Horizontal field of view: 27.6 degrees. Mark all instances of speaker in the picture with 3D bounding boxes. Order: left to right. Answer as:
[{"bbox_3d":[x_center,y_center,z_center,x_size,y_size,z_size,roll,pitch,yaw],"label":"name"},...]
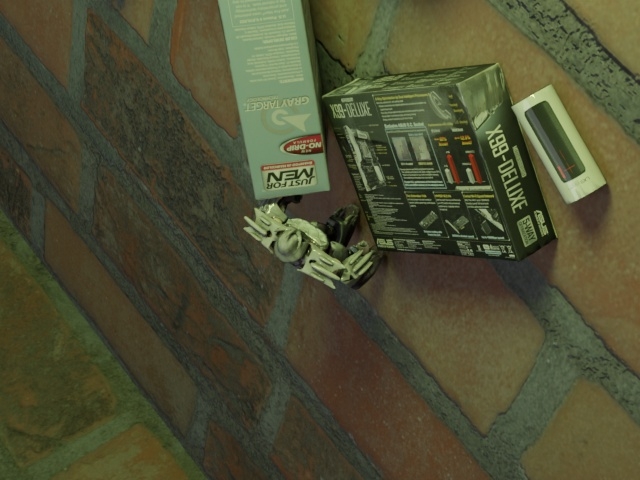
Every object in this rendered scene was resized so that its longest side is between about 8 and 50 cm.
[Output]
[{"bbox_3d":[0.280,-0.112,1.529,0.136,0.055,0.055,61,152,0],"label":"speaker"}]

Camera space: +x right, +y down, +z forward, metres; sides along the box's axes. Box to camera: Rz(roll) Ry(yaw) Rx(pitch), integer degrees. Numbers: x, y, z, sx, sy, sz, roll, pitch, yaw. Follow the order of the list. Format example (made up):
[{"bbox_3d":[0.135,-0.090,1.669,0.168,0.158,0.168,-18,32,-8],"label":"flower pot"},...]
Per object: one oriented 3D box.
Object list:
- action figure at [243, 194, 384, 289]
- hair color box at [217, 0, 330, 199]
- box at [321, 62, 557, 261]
[{"bbox_3d":[0.000,0.000,1.863,0.185,0.099,0.285,45,-168,17],"label":"action figure"},{"bbox_3d":[-0.065,-0.265,1.794,0.185,0.113,0.375,-91,-7,-57],"label":"hair color box"},{"bbox_3d":[0.149,-0.101,1.725,0.307,0.076,0.242,3,118,57],"label":"box"}]
